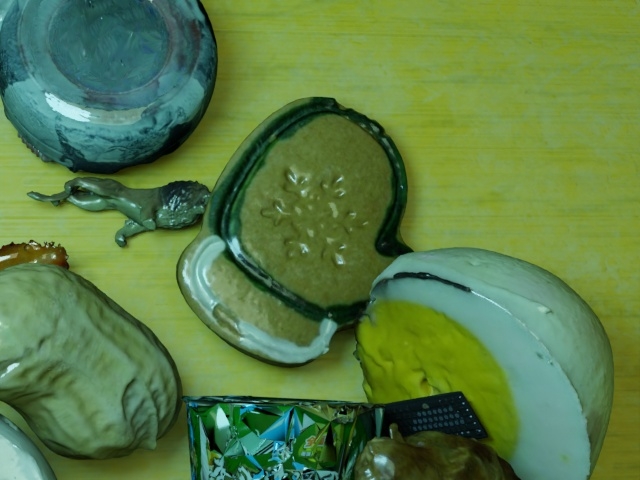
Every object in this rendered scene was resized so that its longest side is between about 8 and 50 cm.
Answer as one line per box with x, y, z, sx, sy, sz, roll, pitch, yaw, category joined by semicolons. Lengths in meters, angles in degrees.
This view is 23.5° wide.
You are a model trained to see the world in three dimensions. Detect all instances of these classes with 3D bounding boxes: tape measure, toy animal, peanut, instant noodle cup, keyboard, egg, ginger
-0.255;-0.213;1.797;0.256;0.147;0.275;-25;77;-19;tape measure
-0.233;-0.037;1.796;0.220;0.069;0.086;6;52;-15;toy animal
-0.274;0.128;1.627;0.340;0.158;0.174;47;57;-40;peanut
-0.043;0.260;1.678;0.240;0.240;0.178;3;86;-11;instant noodle cup
0.106;0.207;1.727;0.010;0.198;0.063;-40;104;-38;keyboard
0.209;0.130;1.729;0.337;0.337;0.201;45;54;3;egg
0.111;0.345;1.620;0.274;0.152;0.357;-30;126;-39;ginger

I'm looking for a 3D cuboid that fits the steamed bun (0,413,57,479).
-0.418;0.319;1.582;0.324;0.206;0.324;4;76;-16;steamed bun

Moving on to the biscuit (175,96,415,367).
0.001;0.000;1.810;0.287;0.057;0.343;36;64;-9;biscuit

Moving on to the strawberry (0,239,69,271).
-0.371;0.082;1.722;0.140;0.085;0.192;19;72;-5;strawberry
